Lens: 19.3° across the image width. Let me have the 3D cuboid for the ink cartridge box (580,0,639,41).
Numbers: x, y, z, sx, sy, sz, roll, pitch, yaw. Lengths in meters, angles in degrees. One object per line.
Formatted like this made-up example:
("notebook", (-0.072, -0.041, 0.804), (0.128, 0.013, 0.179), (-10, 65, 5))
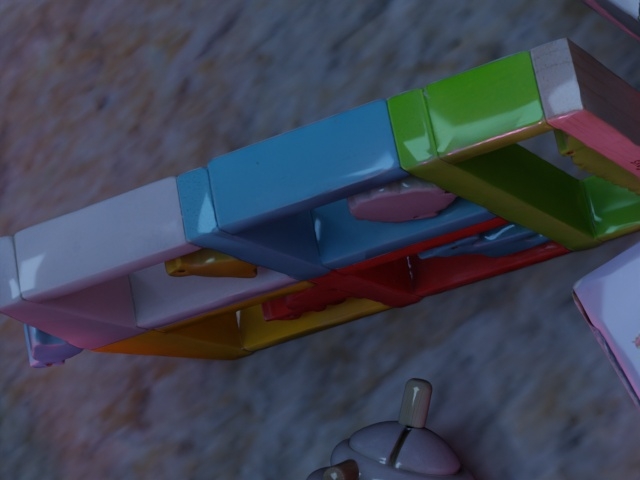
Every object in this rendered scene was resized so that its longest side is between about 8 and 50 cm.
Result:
("ink cartridge box", (0.169, -0.091, 0.745), (0.198, 0.115, 0.067), (39, 98, 27))

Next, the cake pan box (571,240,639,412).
("cake pan box", (0.201, 0.123, 0.622), (0.070, 0.245, 0.267), (-34, 68, 18))

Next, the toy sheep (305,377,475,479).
("toy sheep", (0.028, 0.123, 0.797), (0.091, 0.091, 0.132), (22, 99, 28))

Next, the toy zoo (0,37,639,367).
("toy zoo", (0.000, 0.000, 0.772), (0.293, 0.192, 0.030), (-19, 73, 23))
